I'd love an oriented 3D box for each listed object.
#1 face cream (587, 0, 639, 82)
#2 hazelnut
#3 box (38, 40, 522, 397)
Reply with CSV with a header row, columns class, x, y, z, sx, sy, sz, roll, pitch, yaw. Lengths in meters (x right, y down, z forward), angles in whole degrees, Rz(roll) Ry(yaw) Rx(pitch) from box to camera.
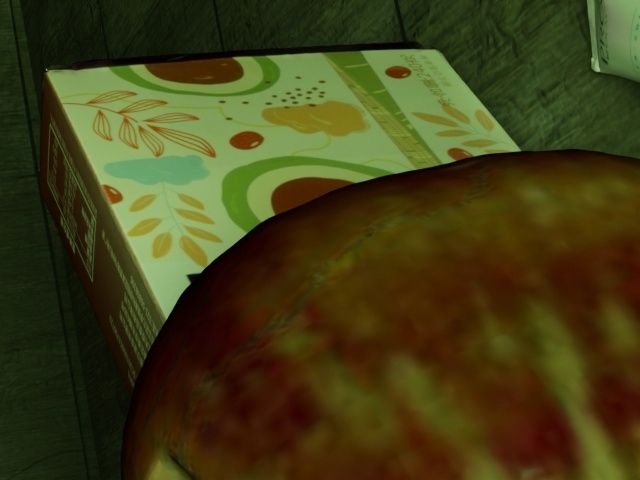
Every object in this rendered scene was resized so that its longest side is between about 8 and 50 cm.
class,x,y,z,sx,sy,sz,roll,pitch,yaw
face cream,0.221,-0.131,1.166,0.243,0.058,0.092,-134,36,-67
hazelnut,0.102,0.151,1.030,0.402,0.429,0.402,178,90,-75
box,0.000,0.000,1.372,0.385,0.345,0.122,-122,33,-48
